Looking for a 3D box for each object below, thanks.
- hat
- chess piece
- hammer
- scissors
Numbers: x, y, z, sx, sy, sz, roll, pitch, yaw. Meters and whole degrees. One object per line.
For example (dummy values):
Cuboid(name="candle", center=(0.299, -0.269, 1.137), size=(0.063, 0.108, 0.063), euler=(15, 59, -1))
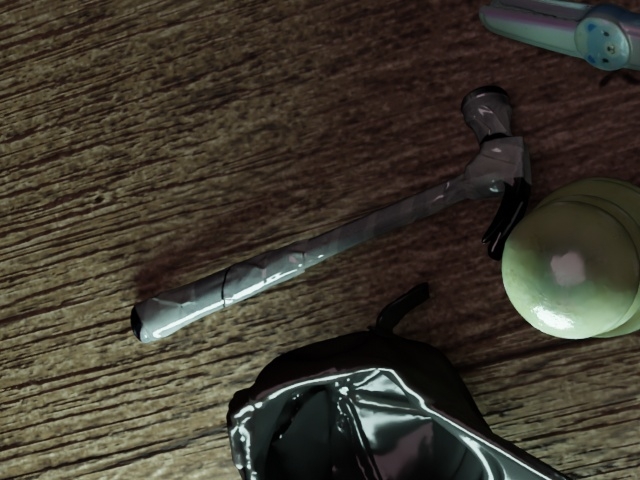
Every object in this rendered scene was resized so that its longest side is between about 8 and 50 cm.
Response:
Cuboid(name="hat", center=(0.084, 0.177, 1.305), size=(0.336, 0.209, 0.238), euler=(20, 120, -2))
Cuboid(name="chess piece", center=(0.217, 0.020, 1.187), size=(0.144, 0.251, 0.144), euler=(1, 93, 16))
Cuboid(name="hammer", center=(-0.001, 0.000, 1.352), size=(0.427, 0.044, 0.152), euler=(-21, 58, 24))
Cuboid(name="scissors", center=(0.249, -0.174, 1.246), size=(0.256, 0.030, 0.125), euler=(18, 139, 32))
